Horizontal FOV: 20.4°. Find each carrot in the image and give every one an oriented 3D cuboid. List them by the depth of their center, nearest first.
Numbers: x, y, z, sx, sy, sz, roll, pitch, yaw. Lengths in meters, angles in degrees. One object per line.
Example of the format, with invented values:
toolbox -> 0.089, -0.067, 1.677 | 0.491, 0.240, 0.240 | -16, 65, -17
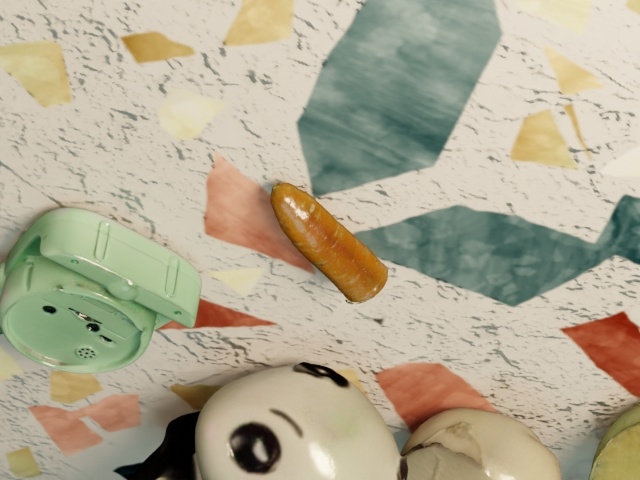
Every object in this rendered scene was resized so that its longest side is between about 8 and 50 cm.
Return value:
carrot -> 0.000, 0.000, 1.502 | 0.048, 0.048, 0.139 | -22, 133, 30

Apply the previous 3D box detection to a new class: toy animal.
toy animal -> -0.055, 0.240, 1.685 | 0.212, 0.212, 0.267 | 26, 141, -25

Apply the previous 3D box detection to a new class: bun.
bun -> 0.163, 0.235, 1.721 | 0.173, 0.120, 0.173 | 23, 131, 28

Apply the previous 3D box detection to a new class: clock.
clock -> -0.217, 0.061, 1.589 | 0.159, 0.066, 0.211 | 27, 138, -25

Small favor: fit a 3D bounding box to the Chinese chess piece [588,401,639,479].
Chinese chess piece -> 0.347, 0.235, 1.672 | 0.188, 0.083, 0.188 | 10, 112, 25
